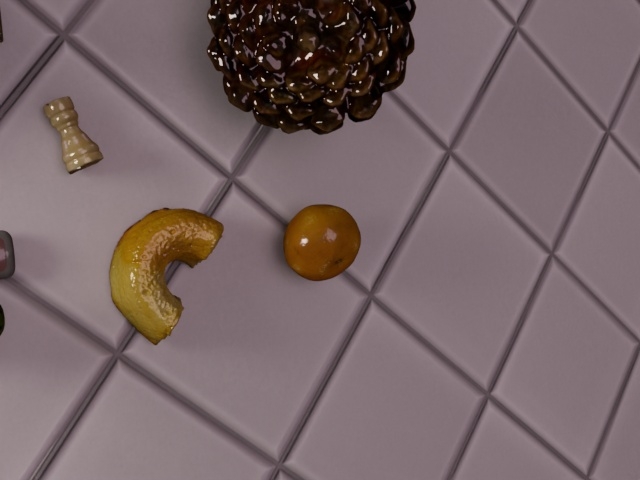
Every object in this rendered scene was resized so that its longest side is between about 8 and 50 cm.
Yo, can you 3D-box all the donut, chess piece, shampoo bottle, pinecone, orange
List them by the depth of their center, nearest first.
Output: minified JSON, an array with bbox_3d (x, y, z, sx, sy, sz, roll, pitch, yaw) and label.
[{"bbox_3d":[-0.574,0.029,1.397,0.165,0.040,0.080,-6,91,-34],"label":"shampoo bottle"},{"bbox_3d":[-0.426,-0.181,1.500,0.066,0.066,0.122,-30,98,-31],"label":"chess piece"},{"bbox_3d":[-0.287,0.042,1.558,0.152,0.101,0.259,30,75,-22],"label":"donut"},{"bbox_3d":[-0.012,-0.402,1.629,0.397,0.397,0.398,3,85,-33],"label":"pinecone"},{"bbox_3d":[0.000,0.000,1.717,0.159,0.159,0.136,-16,51,-33],"label":"orange"}]

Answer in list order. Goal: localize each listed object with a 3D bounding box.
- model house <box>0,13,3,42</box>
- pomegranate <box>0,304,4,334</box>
[{"bbox_3d":[-0.559,-0.427,1.390,0.181,0.176,0.248,-43,125,-29],"label":"model house"},{"bbox_3d":[-0.559,0.140,1.367,0.122,0.122,0.161,10,118,-32],"label":"pomegranate"}]
